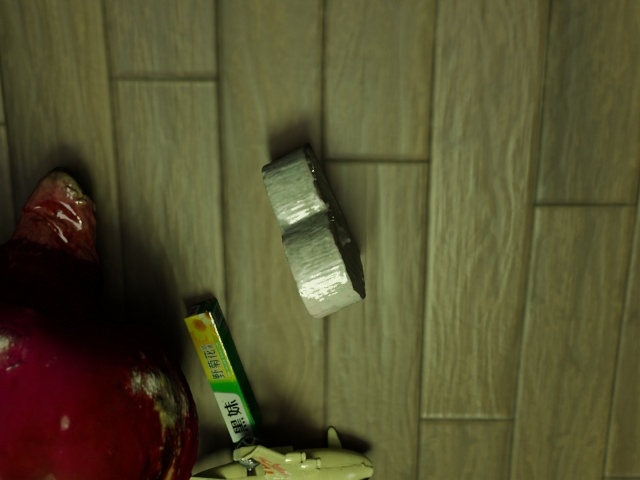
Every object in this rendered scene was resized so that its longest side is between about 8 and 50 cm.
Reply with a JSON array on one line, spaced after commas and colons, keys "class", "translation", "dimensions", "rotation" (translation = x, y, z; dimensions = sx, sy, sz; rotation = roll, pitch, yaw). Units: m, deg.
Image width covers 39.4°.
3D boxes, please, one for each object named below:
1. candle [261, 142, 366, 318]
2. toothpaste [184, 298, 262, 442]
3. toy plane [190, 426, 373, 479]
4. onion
[{"class": "candle", "translation": [0.000, 0.000, 0.990], "dimensions": [0.068, 0.192, 0.168], "rotation": [-21, 152, 8]}, {"class": "toothpaste", "translation": [-0.117, 0.159, 1.090], "dimensions": [0.037, 0.043, 0.178], "rotation": [-16, 108, 6]}, {"class": "toy plane", "translation": [-0.055, 0.287, 1.094], "dimensions": [0.244, 0.092, 0.229], "rotation": [-10, 149, -16]}, {"class": "onion", "translation": [-0.325, 0.126, 0.967], "dimensions": [0.398, 0.398, 0.420], "rotation": [0, 66, 0]}]
